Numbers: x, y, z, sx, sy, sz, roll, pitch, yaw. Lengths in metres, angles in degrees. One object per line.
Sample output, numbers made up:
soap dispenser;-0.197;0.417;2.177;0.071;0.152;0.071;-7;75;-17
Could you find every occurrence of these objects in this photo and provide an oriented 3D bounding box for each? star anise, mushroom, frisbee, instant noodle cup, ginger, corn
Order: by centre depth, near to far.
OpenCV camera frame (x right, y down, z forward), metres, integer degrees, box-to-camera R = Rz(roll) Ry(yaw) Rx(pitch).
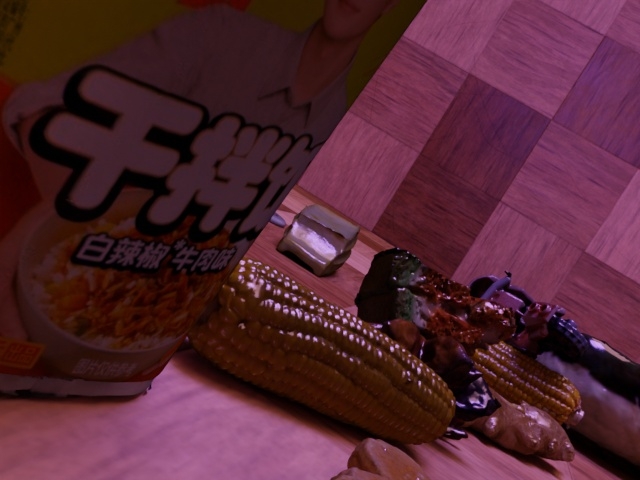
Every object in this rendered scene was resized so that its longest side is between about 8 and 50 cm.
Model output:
instant noodle cup;-0.111;-0.102;0.402;0.293;0.308;0.294;30;6;-3
corn;0.004;0.089;0.573;0.231;0.080;0.080;34;4;-28
star anise;0.083;0.112;0.697;0.167;0.057;0.168;27;-29;16
ginger;0.194;0.185;0.839;0.176;0.053;0.193;27;4;7
corn;0.227;0.168;1.027;0.238;0.080;0.080;30;5;22
mushroom;0.427;0.252;1.143;0.344;0.130;0.247;35;-16;-22
frisbee;-0.112;-0.059;1.495;0.110;0.014;0.110;32;6;-4

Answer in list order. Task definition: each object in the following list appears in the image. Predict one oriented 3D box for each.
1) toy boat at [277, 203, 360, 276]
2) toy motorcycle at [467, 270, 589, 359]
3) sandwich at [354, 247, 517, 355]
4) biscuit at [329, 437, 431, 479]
toy boat;0.003;-0.005;1.306;0.111;0.084;0.276;30;7;6
toy motorcycle;0.261;0.100;1.049;0.118;0.084;0.212;47;-11;-12
sandwich;0.103;0.090;0.823;0.159;0.079;0.235;20;-17;-3
biscuit;0.102;0.190;0.413;0.234;0.030;0.153;33;8;14
